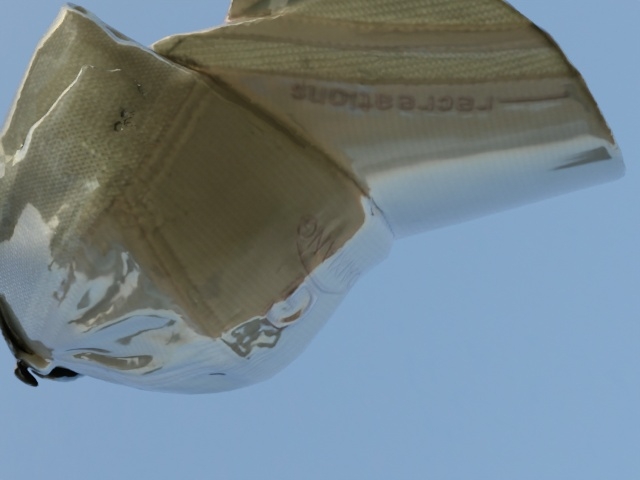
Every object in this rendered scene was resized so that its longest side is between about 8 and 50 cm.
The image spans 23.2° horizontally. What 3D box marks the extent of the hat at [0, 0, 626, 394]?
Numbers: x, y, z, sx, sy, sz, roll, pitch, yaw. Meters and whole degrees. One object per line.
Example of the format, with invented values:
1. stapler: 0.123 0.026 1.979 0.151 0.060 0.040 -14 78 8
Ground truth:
1. hat: 0.000 0.000 0.620 0.226 0.219 0.164 9 -108 23
